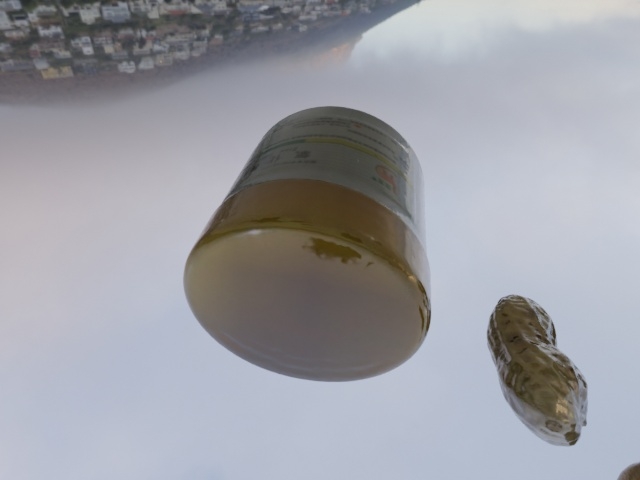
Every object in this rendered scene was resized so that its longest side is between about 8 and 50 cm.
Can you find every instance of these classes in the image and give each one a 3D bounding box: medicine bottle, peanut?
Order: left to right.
[{"bbox_3d":[0.000,0.000,0.463,0.238,0.237,0.231,6,-138,7],"label":"medicine bottle"},{"bbox_3d":[0.333,0.191,0.635,0.110,0.197,0.233,-35,-148,24],"label":"peanut"}]

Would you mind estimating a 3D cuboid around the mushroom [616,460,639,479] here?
[{"bbox_3d":[0.601,0.536,0.678,0.156,0.151,0.285,20,-147,-53],"label":"mushroom"}]
